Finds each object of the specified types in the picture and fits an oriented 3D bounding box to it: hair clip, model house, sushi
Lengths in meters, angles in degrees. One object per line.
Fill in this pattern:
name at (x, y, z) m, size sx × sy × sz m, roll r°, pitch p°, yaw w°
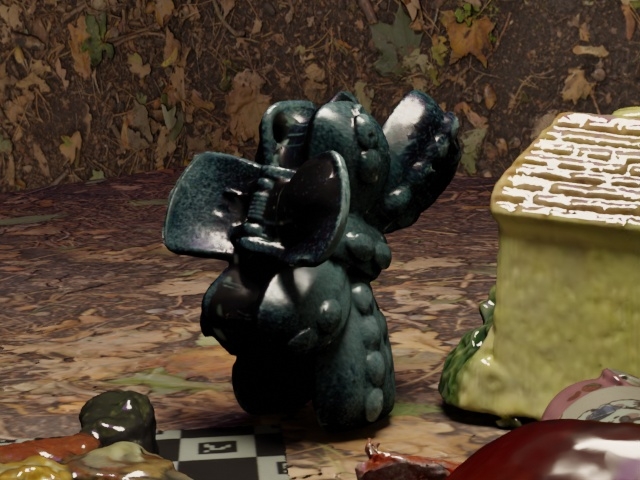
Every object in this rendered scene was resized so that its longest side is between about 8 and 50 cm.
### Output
hair clip at (-0.004, 0.001, 1.149) m, size 0.195 × 0.310 × 0.206 m, roll 5°, pitch -17°, yaw 38°
model house at (0.255, 0.013, 1.210) m, size 0.261 × 0.266 × 0.321 m, roll 6°, pitch 11°, yaw 23°
sushi at (-0.192, 0.164, 0.966) m, size 0.343 × 0.064 × 0.359 m, roll -3°, pitch 8°, yaw -4°

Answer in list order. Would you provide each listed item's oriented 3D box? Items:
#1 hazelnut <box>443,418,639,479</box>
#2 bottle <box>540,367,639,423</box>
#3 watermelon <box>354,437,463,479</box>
hazelnut at (0.119, 0.175, 0.425) m, size 0.252 × 0.217 × 0.217 m, roll 27°, pitch 19°, yaw 20°
bottle at (0.198, 0.149, 0.828) m, size 0.110 × 0.109 × 0.233 m, roll -2°, pitch 9°, yaw -3°
watermelon at (0.102, 0.160, 0.669) m, size 0.121 × 0.097 × 0.158 m, roll 6°, pitch -12°, yaw 43°
